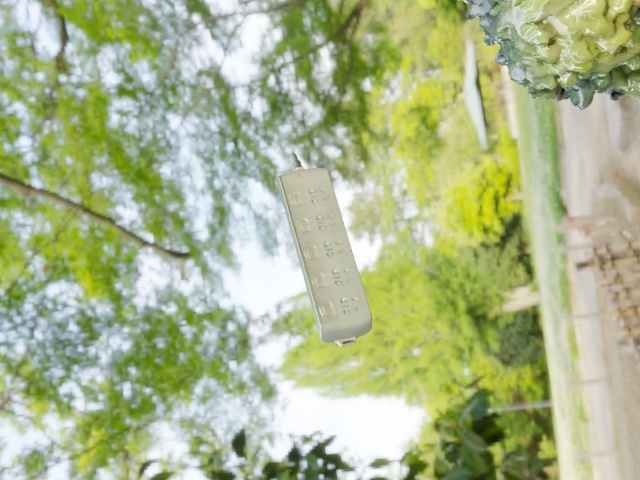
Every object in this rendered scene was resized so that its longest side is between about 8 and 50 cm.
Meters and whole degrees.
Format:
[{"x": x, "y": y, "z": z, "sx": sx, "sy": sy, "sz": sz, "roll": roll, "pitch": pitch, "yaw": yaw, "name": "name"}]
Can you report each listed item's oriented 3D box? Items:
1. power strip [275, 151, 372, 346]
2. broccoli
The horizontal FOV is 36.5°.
[{"x": 0.000, "y": 0.000, "z": 1.096, "sx": 0.027, "sy": 0.060, "sz": 0.252, "roll": 101, "pitch": 156, "yaw": -60, "name": "power strip"}, {"x": 0.234, "y": -0.272, "z": 0.756, "sx": 0.348, "sy": 0.281, "sz": 0.293, "roll": 0, "pitch": -109, "yaw": -50, "name": "broccoli"}]
